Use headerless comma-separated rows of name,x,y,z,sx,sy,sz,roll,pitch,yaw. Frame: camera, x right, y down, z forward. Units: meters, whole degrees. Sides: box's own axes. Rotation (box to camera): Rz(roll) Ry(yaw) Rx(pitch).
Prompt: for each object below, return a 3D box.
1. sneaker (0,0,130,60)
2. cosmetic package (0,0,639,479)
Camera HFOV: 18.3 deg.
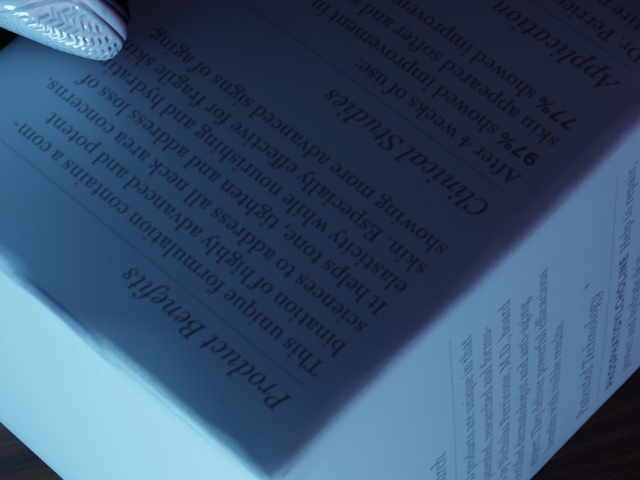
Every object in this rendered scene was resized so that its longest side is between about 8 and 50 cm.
sneaker,-0.191,-0.215,1.065,0.268,0.101,0.153,29,86,-37
cosmetic package,0.000,0.000,1.259,0.393,0.329,0.327,-42,154,-20
